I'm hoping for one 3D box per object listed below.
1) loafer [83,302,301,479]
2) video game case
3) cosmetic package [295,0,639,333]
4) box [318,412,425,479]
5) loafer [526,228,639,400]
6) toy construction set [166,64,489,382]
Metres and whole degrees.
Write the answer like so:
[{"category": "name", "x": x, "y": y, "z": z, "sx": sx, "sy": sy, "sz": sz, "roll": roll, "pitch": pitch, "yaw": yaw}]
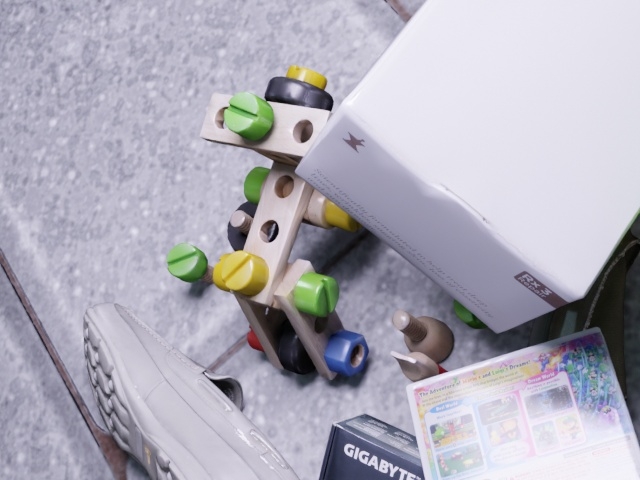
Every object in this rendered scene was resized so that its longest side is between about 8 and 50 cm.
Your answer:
[{"category": "loafer", "x": -0.125, "y": 0.161, "z": 1.113, "sx": 0.111, "sy": 0.112, "sz": 0.319, "roll": -17, "pitch": 43, "yaw": -28}, {"category": "video game case", "x": 0.151, "y": 0.149, "z": 0.894, "sx": 0.157, "sy": 0.019, "sz": 0.143, "roll": -19, "pitch": 54, "yaw": 12}, {"category": "cosmetic package", "x": 0.183, "y": -0.145, "z": 0.928, "sx": 0.217, "sy": 0.156, "sz": 0.385, "roll": 40, "pitch": 71, "yaw": -3}, {"category": "box", "x": 0.091, "y": 0.259, "z": 0.951, "sx": 0.220, "sy": 0.051, "sz": 0.175, "roll": 21, "pitch": 106, "yaw": 31}, {"category": "loafer", "x": 0.211, "y": 0.102, "z": 0.971, "sx": 0.087, "sy": 0.094, "sz": 0.251, "roll": 22, "pitch": 91, "yaw": 26}, {"category": "toy construction set", "x": 0.000, "y": 0.000, "z": 1.022, "sx": 0.257, "sy": 0.237, "sz": 0.309, "roll": -47, "pitch": 58, "yaw": 4}]
